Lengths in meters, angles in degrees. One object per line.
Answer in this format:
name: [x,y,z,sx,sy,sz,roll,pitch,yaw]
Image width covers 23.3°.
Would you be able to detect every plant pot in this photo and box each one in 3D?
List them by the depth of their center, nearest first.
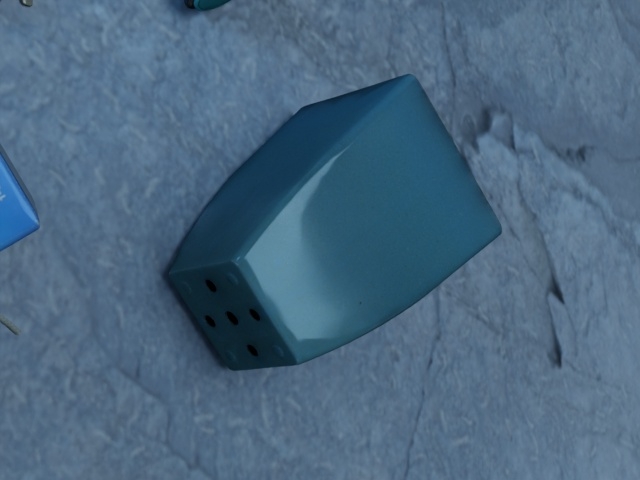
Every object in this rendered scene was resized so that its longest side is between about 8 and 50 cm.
plant pot: [0.000,0.000,1.327,0.234,0.165,0.165,-42,109,-34]

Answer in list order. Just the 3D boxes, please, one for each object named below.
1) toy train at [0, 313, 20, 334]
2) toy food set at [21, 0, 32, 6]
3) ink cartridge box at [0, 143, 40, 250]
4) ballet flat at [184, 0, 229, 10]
toy train: [-0.303,-0.044,1.099,0.248,0.105,0.143,34,45,-33]
toy food set: [-0.275,-0.223,1.217,0.122,0.019,0.078,6,75,-43]
ink cartridge box: [-0.353,-0.031,0.910,0.307,0.129,0.223,-30,103,-7]
ballet flat: [-0.062,-0.266,1.406,0.203,0.074,0.074,-30,100,-37]
